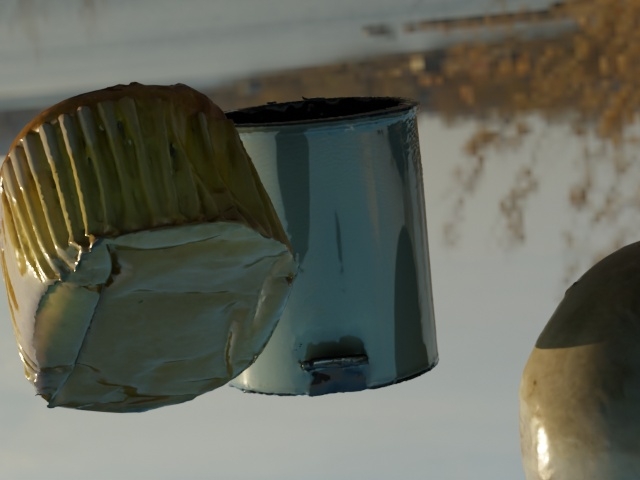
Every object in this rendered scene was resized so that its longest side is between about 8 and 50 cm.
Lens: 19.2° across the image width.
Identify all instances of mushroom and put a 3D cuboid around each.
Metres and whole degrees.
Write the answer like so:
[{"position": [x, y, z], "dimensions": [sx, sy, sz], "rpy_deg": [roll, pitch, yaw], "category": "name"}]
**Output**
[{"position": [0.347, 0.174, 1.882], "dimensions": [0.362, 0.362, 0.294], "rpy_deg": [-7, 180, -28], "category": "mushroom"}]

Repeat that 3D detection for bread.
[{"position": [-0.133, 0.000, 1.394], "dimensions": [0.204, 0.156, 0.288], "rpy_deg": [-8, 152, -10], "category": "bread"}]

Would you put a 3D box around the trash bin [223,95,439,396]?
[{"position": [0.000, 0.000, 1.854], "dimensions": [0.217, 0.262, 0.277], "rpy_deg": [-6, -170, -2], "category": "trash bin"}]
